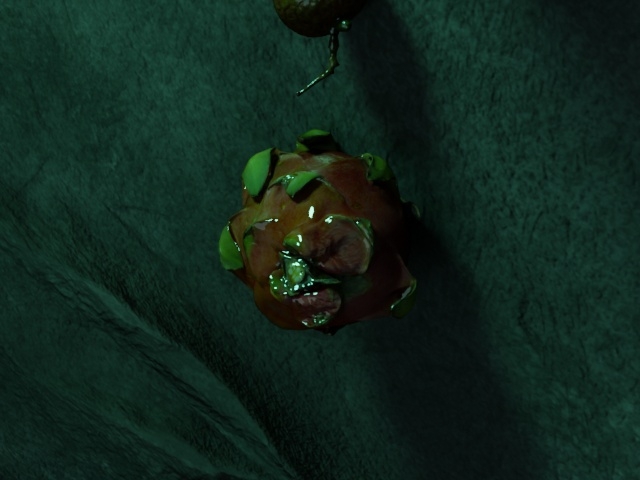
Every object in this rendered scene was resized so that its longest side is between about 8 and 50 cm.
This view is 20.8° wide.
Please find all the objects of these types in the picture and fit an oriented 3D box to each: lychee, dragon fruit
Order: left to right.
[{"bbox_3d":[0.001,-0.003,1.913,0.224,0.224,0.227,61,170,-15],"label":"dragon fruit"},{"bbox_3d":[0.002,-0.247,1.795,0.114,0.101,0.140,-24,105,33],"label":"lychee"}]
